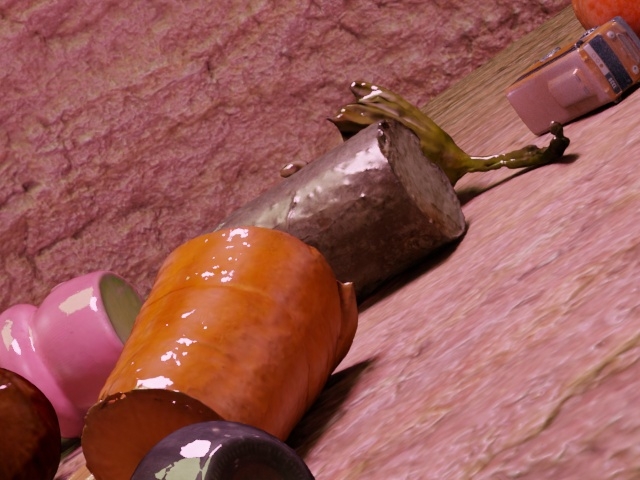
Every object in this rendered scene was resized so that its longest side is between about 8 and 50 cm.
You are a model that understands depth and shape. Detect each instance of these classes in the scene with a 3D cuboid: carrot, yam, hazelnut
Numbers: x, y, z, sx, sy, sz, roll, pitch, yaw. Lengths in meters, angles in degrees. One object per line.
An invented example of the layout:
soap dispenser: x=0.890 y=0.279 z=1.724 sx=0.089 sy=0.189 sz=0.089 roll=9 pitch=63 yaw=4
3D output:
carrot: x=-0.081 y=0.123 z=0.972 sx=0.196 sy=0.196 sz=0.254 roll=-31 pitch=19 yaw=25
yam: x=0.000 y=0.000 z=1.324 sx=0.304 sy=0.168 sz=0.168 roll=-33 pitch=7 yaw=14
hazelnut: x=-0.418 y=0.270 z=1.388 sx=0.234 sy=0.218 sz=0.218 roll=-17 pitch=0 yaw=-22

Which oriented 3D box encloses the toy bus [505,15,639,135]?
toy bus: x=0.332 y=-0.211 z=1.524 sx=0.103 sy=0.091 sz=0.182 roll=-40 pitch=7 yaw=-26

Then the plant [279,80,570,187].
plant: x=0.156 y=-0.072 z=1.461 sx=0.251 sy=0.333 sz=0.180 roll=23 pitch=-93 yaw=-61

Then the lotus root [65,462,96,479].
lotus root: x=-0.193 y=0.229 z=1.069 sx=0.150 sy=0.062 sz=0.073 roll=-35 pitch=14 yaw=-30

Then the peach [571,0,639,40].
peach: x=0.427 y=-0.359 z=1.553 sx=0.232 sy=0.232 sz=0.232 roll=-34 pitch=7 yaw=5

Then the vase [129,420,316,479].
vase: x=-0.075 y=0.183 z=0.690 sx=0.120 sy=0.120 sz=0.183 roll=-41 pitch=-4 yaw=-46

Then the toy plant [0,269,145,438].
toy plant: x=-0.389 y=0.205 z=1.667 sx=0.356 sy=0.211 sz=0.317 roll=-37 pitch=-27 yaw=8
